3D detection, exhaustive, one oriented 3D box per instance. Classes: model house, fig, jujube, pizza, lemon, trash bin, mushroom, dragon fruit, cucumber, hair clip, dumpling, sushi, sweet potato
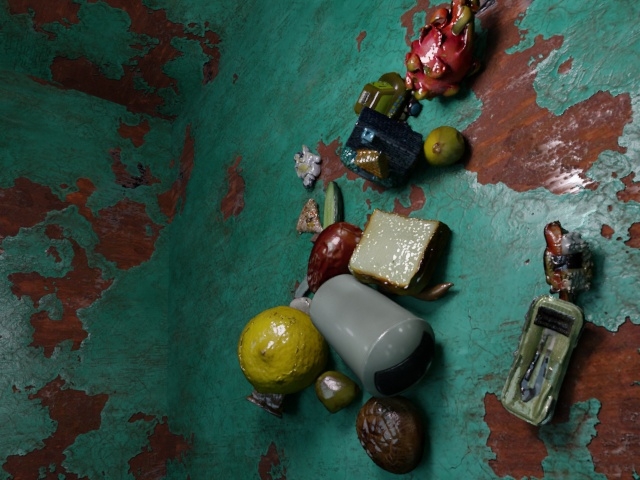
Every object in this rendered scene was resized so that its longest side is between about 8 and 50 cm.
[{"bbox_3d":[-0.202,0.637,1.955,0.219,0.199,0.229,26,73,13],"label":"model house"},{"bbox_3d":[0.064,0.563,1.652,0.166,0.144,0.154,-9,79,35],"label":"fig"},{"bbox_3d":[0.059,0.079,1.716,0.223,0.223,0.318,56,135,42],"label":"jujube"},{"bbox_3d":[-0.043,-0.083,2.010,0.195,0.052,0.185,47,120,45],"label":"pizza"},{"bbox_3d":[-0.140,0.430,1.748,0.350,0.387,0.350,-3,81,21],"label":"lemon"},{"bbox_3d":[0.170,0.309,1.476,0.432,0.280,0.280,36,109,52],"label":"trash bin"},{"bbox_3d":[0.223,0.619,1.428,0.253,0.153,0.253,7,99,50],"label":"mushroom"},{"bbox_3d":[0.391,-0.615,1.446,0.243,0.227,0.307,1,114,25],"label":"dragon fruit"},{"bbox_3d":[0.060,-0.132,1.880,0.115,0.063,0.244,-15,70,62],"label":"cucumber"},{"bbox_3d":[0.565,0.299,1.131,0.138,0.091,0.321,22,99,39],"label":"hair clip"},{"bbox_3d":[0.404,-0.306,1.461,0.153,0.121,0.136,-118,43,-68],"label":"fig"},{"bbox_3d":[-0.071,0.318,1.911,0.176,0.092,0.150,-32,78,36],"label":"dumpling"},{"bbox_3d":[0.622,0.059,1.116,0.103,0.097,0.226,-1,96,57],"label":"sushi"},{"bbox_3d":[0.215,-0.300,1.508,0.241,0.261,0.226,-80,16,-79],"label":"model house"},{"bbox_3d":[0.324,0.165,1.486,0.281,0.059,0.067,4,63,50],"label":"sweet potato"}]

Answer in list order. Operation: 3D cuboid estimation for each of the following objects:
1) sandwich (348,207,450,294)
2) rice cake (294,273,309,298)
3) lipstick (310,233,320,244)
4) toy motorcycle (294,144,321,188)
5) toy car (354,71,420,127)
[{"bbox_3d":[0.257,0.039,1.503,0.301,0.099,0.271,16,77,47],"label":"sandwich"},{"bbox_3d":[-0.029,0.137,1.945,0.290,0.051,0.081,-59,8,22],"label":"rice cake"},{"bbox_3d":[0.000,0.000,1.890,0.045,0.045,0.145,-50,13,-10],"label":"lipstick"},{"bbox_3d":[-0.057,-0.353,2.074,0.151,0.074,0.228,-43,49,33],"label":"toy motorcycle"},{"bbox_3d":[0.229,-0.505,1.655,0.204,0.198,0.248,49,117,46],"label":"toy car"}]
